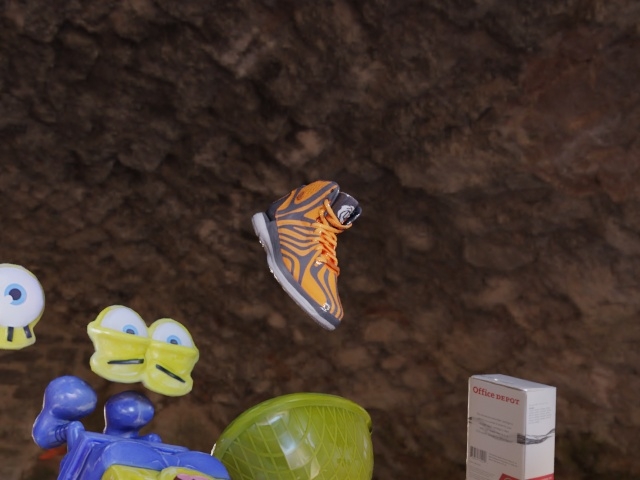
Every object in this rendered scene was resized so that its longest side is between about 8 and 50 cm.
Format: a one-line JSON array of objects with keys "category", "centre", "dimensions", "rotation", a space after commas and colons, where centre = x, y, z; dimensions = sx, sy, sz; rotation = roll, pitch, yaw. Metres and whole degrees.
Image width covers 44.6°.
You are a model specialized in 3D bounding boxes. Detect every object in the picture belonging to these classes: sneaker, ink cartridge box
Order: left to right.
[{"category": "sneaker", "centre": [0.000, 0.000, 1.349], "dimensions": [0.180, 0.321, 0.124], "rotation": [-38, -45, 7]}, {"category": "ink cartridge box", "centre": [0.231, 0.237, 0.951], "dimensions": [0.056, 0.135, 0.099], "rotation": [1, 2, -33]}]

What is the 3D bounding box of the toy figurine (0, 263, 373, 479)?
[{"category": "toy figurine", "centre": [-0.062, 0.171, 0.372], "dimensions": [0.362, 0.191, 0.217], "rotation": [28, 4, -44]}]
